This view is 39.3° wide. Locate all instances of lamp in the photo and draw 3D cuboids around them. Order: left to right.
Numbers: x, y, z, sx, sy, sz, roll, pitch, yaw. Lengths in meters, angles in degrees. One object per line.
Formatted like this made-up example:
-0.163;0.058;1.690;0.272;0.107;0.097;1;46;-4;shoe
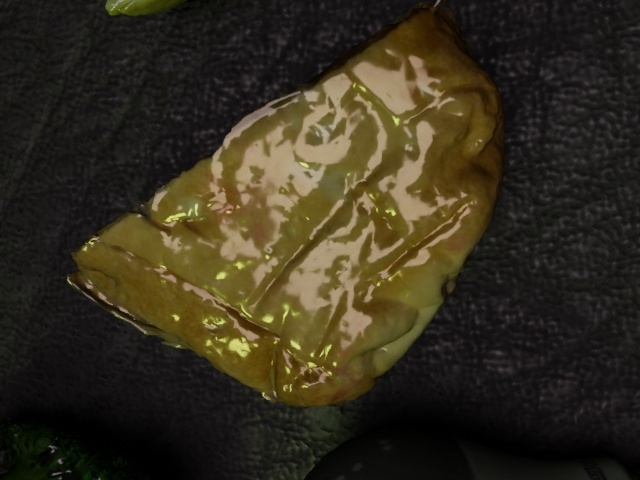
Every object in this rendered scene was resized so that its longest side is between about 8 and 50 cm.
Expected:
0.122;0.206;0.675;0.314;0.182;0.181;-21;95;-16;lamp

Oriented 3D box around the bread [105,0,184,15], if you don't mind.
-0.097;-0.277;0.641;0.257;0.124;0.185;-22;101;12;bread

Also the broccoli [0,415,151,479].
-0.254;0.266;0.669;0.298;0.297;0.297;-5;69;13;broccoli

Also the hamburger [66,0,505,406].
0.001;0.002;0.645;0.330;0.162;0.209;-34;94;12;hamburger
